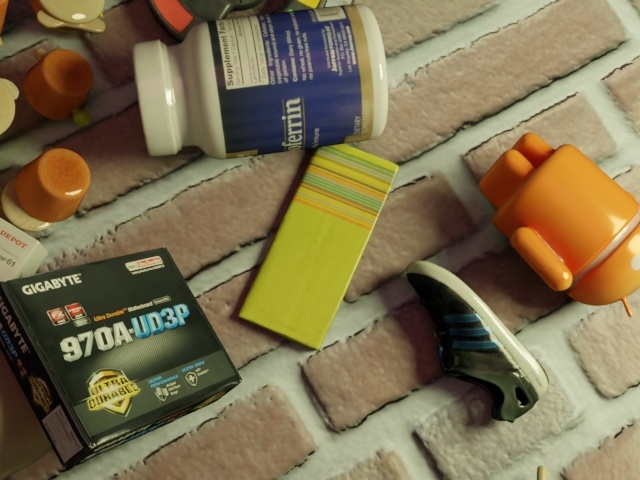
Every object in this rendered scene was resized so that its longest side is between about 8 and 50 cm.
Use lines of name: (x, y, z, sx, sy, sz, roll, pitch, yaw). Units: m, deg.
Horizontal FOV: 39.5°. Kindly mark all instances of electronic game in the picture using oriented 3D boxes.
electronic game: (-0.101, -0.324, 1.084, 0.229, 0.048, 0.229, 1, 74, -4)

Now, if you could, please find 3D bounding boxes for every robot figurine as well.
robot figurine: (0.282, -0.019, 0.983, 0.219, 0.158, 0.128, 45, 105, 9)

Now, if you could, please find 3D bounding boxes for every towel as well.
towel: (0.000, 0.000, 1.015, 0.102, 0.021, 0.237, 22, 75, 8)

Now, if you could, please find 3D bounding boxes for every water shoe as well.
water shoe: (0.155, 0.109, 0.966, 0.080, 0.073, 0.203, -43, 81, -12)

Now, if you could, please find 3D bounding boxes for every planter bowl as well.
planter bowl: (-0.300, 0.147, 0.892, 0.109, 0.162, 0.162, -15, 74, -36)

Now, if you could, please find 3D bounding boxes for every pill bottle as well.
pill bottle: (-0.067, -0.172, 0.988, 0.264, 0.153, 0.153, -8, 75, -5)

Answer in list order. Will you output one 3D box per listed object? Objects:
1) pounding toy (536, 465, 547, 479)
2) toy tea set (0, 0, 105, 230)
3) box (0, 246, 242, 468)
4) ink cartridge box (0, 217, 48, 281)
pounding toy: (0.198, 0.313, 0.888, 0.100, 0.141, 0.130, -28, 77, 18)
toy tea set: (-0.354, -0.172, 1.010, 0.200, 0.124, 0.336, 8, 68, -33)
box: (-0.199, 0.105, 0.882, 0.051, 0.220, 0.175, -39, 76, 31)
ink cartridge box: (-0.367, 0.034, 0.960, 0.088, 0.052, 0.122, 30, 73, 5)
